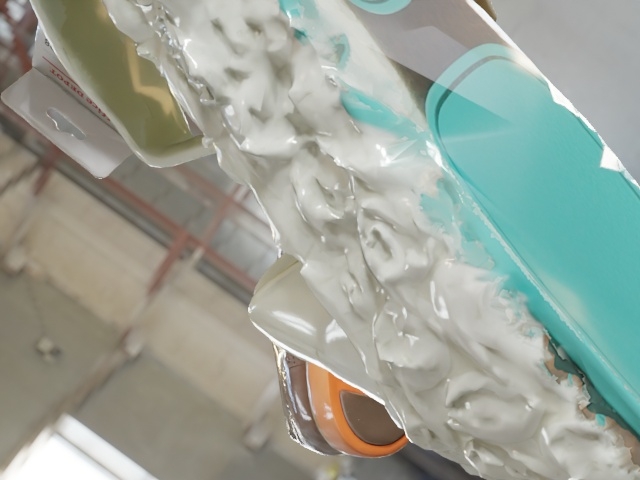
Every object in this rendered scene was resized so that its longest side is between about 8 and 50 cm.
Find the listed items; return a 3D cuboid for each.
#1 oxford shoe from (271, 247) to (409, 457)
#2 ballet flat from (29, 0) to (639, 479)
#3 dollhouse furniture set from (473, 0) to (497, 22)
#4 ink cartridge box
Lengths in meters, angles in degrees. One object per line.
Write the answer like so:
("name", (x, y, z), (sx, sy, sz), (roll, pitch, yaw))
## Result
("oxford shoe", (0.000, 0.000, 1.503), (0.132, 0.130, 0.364), (-11, 76, 55))
("ballet flat", (0.002, -0.044, 0.620), (0.147, 0.409, 0.147), (-36, -3, -2))
("dollhouse furniture set", (0.045, -0.139, 0.804), (0.058, 0.152, 0.076), (-7, 29, 45))
("ink cartridge box", (-0.130, -0.139, 1.275), (0.180, 0.104, 0.060), (-46, -11, -32))
